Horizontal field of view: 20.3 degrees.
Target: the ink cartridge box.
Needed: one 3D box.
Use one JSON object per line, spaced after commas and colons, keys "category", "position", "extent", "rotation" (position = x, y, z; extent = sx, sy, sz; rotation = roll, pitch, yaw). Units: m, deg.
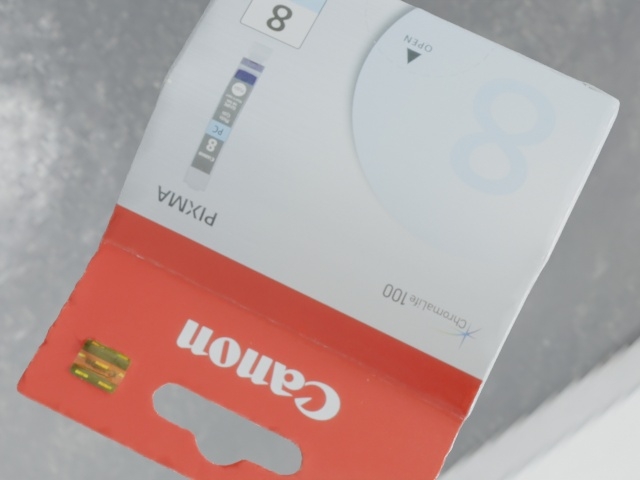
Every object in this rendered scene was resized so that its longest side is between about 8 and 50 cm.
{"category": "ink cartridge box", "position": [0.000, 0.000, 1.296], "extent": [0.385, 0.308, 0.091], "rotation": [-62, 174, -22]}
